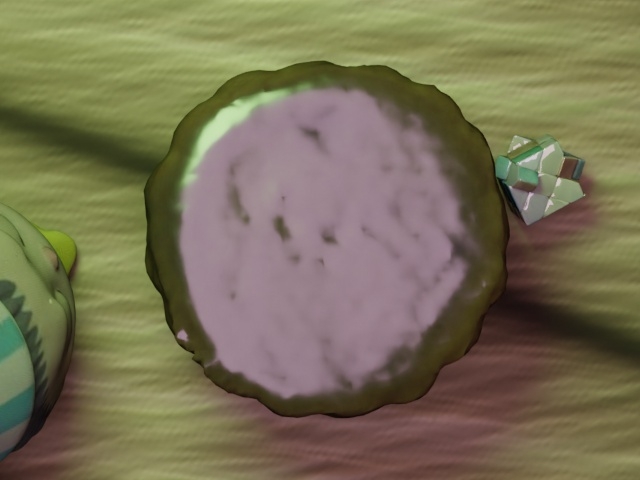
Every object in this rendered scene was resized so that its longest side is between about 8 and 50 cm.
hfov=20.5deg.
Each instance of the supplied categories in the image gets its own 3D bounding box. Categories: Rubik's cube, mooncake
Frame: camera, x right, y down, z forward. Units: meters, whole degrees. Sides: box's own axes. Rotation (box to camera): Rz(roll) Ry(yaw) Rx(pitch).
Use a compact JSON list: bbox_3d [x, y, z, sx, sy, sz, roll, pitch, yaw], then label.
[{"bbox_3d":[0.201,-0.066,1.644,0.084,0.075,0.073,-34,107,-16],"label":"Rubik's cube"},{"bbox_3d":[0.000,-0.001,1.583,0.324,0.187,0.324,0,90,-4],"label":"mooncake"}]

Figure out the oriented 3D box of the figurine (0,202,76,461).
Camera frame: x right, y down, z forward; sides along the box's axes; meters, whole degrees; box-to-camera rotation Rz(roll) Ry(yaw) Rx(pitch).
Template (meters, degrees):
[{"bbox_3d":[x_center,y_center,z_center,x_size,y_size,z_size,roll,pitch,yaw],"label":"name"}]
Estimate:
[{"bbox_3d":[-0.393,0.069,1.475,0.361,0.377,0.266,4,89,-3],"label":"figurine"}]
